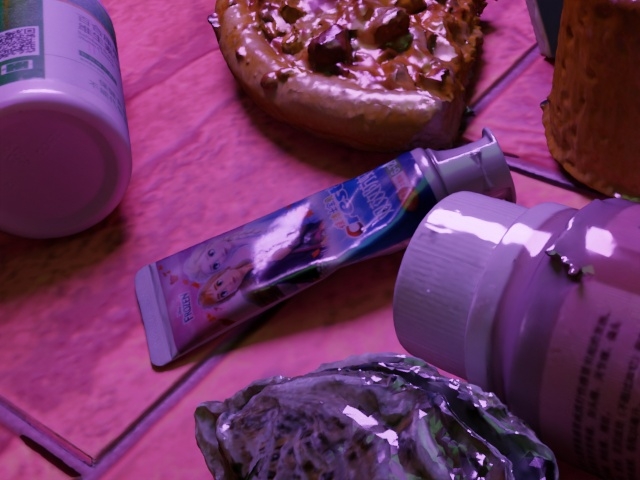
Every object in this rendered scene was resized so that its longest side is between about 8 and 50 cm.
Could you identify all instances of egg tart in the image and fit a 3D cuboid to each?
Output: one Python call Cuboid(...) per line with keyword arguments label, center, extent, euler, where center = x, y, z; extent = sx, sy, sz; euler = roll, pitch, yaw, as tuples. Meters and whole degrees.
Cuboid(label="egg tart", center=(0.240, -0.134, 0.771), extent=(0.202, 0.147, 0.202), euler=(-11, 39, 9))

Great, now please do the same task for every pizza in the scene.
Cuboid(label="pizza", center=(0.033, -0.178, 0.939), extent=(0.226, 0.086, 0.335), euler=(-28, 40, -12))

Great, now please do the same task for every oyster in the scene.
Cuboid(label="oyster", center=(0.032, 0.153, 0.557), extent=(0.198, 0.112, 0.268), euler=(-32, 47, 13))

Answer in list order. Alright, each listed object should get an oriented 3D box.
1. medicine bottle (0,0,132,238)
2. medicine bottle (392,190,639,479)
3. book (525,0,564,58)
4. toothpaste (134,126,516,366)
Cuboid(label="medicine bottle", center=(-0.228, -0.131, 0.932), extent=(0.133, 0.133, 0.274), euler=(-18, 41, -2))
Cuboid(label="medicine bottle", center=(0.163, 0.053, 0.585), extent=(0.247, 0.147, 0.147), euler=(20, 52, 36))
Cuboid(label="book", center=(0.309, -0.325, 0.897), extent=(0.379, 0.264, 0.031), euler=(-21, 12, -5))
Cuboid(label="toothpaste", center=(0.000, 0.000, 0.777), extent=(0.266, 0.061, 0.096), euler=(-23, 41, 1))
